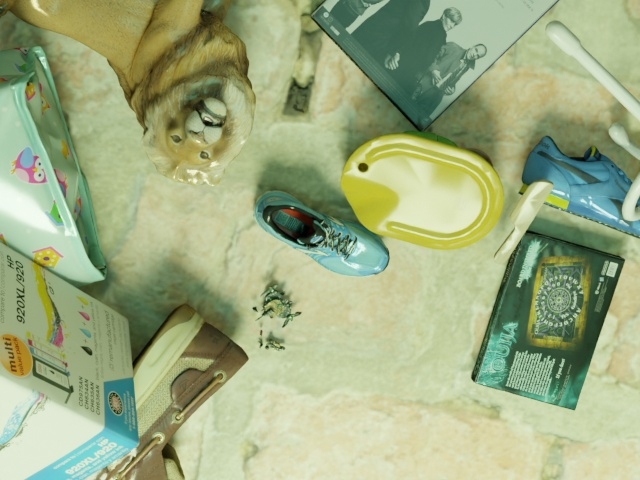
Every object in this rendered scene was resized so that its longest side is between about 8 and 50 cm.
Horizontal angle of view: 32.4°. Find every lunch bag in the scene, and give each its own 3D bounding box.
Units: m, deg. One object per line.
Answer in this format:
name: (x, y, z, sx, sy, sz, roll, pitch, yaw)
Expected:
lunch bag: (-0.358, -0.044, 1.138, 0.223, 0.160, 0.262, -14, 120, -1)

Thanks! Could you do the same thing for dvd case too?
dvd case: (0.135, -0.264, 1.200, 0.239, 0.029, 0.179, -44, 98, 3)

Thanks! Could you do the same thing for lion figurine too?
lion figurine: (-0.218, -0.243, 1.147, 0.392, 0.142, 0.240, 33, 104, 7)

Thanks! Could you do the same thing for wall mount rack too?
wall mount rack: (0.371, -0.199, 1.094, 0.130, 0.304, 0.350, 42, 95, 27)

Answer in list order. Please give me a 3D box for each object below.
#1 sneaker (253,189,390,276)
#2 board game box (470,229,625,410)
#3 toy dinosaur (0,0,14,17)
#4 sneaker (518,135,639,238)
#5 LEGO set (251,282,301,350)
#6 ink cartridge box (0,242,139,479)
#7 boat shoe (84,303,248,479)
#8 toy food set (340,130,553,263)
sneaker: (0.000, 0.000, 1.211, 0.162, 0.073, 0.063, 22, 97, -6)
board game box: (0.259, 0.091, 1.263, 0.126, 0.026, 0.186, 16, 98, -5)
toy dinosaur: (-0.283, -0.311, 1.060, 0.112, 0.064, 0.211, 39, 123, -5)
sneaker: (0.327, -0.053, 1.224, 0.209, 0.069, 0.082, 21, 93, -6)
LEGO set: (-0.052, 0.085, 1.251, 0.054, 0.023, 0.083, 23, 110, -4)
ink cartridge box: (-0.325, 0.131, 1.097, 0.168, 0.171, 0.233, -31, 136, 20)
boat shoe: (-0.204, 0.238, 1.216, 0.123, 0.123, 0.342, 35, 89, -6)
toy food set: (0.131, -0.061, 1.219, 0.218, 0.071, 0.128, 17, 121, -4)
